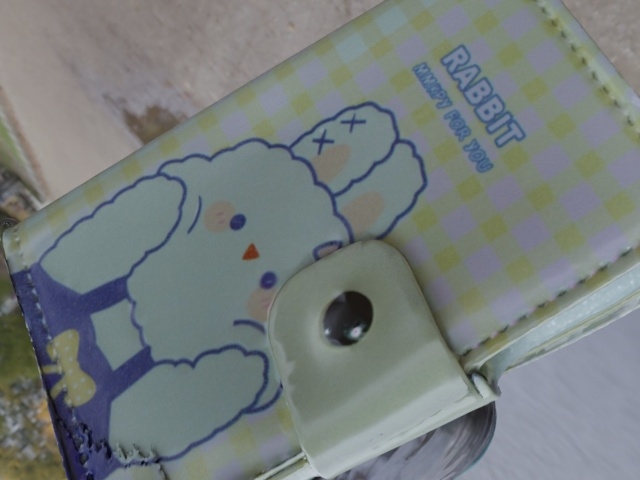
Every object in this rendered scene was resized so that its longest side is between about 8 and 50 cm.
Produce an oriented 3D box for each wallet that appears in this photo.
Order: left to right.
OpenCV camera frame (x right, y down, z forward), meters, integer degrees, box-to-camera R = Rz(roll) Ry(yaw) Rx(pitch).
[{"bbox_3d":[0.000,0.000,0.492,0.077,0.310,0.223,46,-164,-57],"label":"wallet"}]

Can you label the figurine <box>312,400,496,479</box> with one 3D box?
[{"bbox_3d":[0.008,0.151,0.698,0.138,0.245,0.110,45,-175,7],"label":"figurine"}]
